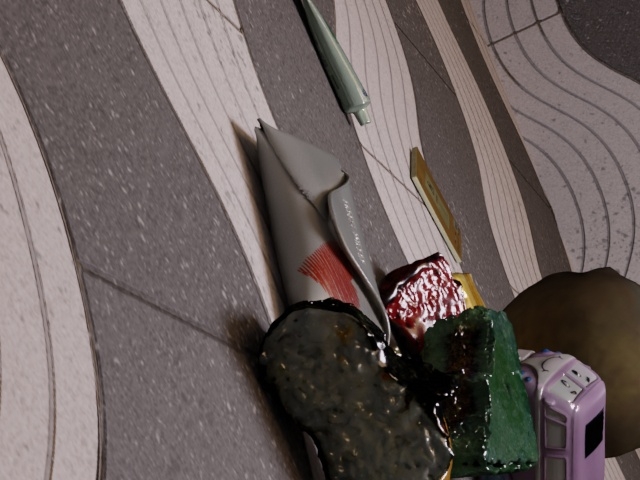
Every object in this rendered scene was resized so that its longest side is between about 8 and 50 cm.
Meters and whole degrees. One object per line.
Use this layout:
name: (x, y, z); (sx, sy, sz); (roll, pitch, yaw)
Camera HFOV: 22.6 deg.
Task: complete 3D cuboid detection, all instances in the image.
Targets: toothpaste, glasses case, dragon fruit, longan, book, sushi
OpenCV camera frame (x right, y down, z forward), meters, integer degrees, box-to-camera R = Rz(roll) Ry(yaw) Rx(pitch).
toothpaste: (0.018, -0.262, 2.282); (0.064, 0.041, 0.218); (38, 26, -85)
glasses case: (-0.001, -0.001, 1.704); (0.128, 0.083, 0.308); (47, 23, -53)
dragon fruit: (0.153, 0.116, 2.049); (0.192, 0.092, 0.122); (67, 15, 3)
longan: (0.378, 0.184, 2.292); (0.350, 0.288, 0.288); (-20, -85, 60)
book: (0.189, -0.058, 2.612); (0.172, 0.012, 0.118); (60, 16, -22)
sushi: (0.043, 0.140, 1.501); (0.212, 0.147, 0.115); (49, 13, 2)

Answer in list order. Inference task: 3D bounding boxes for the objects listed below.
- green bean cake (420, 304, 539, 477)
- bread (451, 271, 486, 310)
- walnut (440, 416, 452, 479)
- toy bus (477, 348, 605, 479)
green bean cake: (0.175, 0.183, 1.923); (0.193, 0.107, 0.208); (15, 66, -61)
bread: (0.187, 0.123, 2.175); (0.173, 0.085, 0.134); (67, 13, 9)
walnut: (0.090, 0.205, 1.701); (0.167, 0.087, 0.211); (47, 23, -42)
toy bus: (0.295, 0.252, 2.106); (0.142, 0.142, 0.202); (-27, 119, -54)
